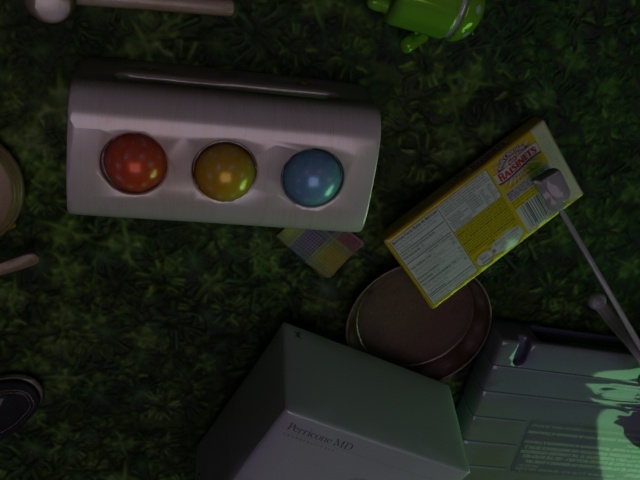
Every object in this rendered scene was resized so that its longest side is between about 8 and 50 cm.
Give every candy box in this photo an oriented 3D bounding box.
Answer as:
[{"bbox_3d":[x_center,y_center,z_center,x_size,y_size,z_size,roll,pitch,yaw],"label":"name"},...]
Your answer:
[{"bbox_3d":[0.170,-0.028,0.915,0.205,0.027,0.105,-37,115,0],"label":"candy box"}]

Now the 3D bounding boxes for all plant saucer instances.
[{"bbox_3d":[0.109,0.091,0.988,0.168,0.029,0.169,-4,119,-7],"label":"plant saucer"}]

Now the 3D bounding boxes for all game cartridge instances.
[{"bbox_3d":[0.340,0.221,1.079,0.354,0.068,0.230,9,120,-14],"label":"game cartridge"}]

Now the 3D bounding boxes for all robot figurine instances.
[{"bbox_3d":[0.099,-0.222,0.794,0.115,0.067,0.101,12,133,-16],"label":"robot figurine"}]

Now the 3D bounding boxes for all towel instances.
[{"bbox_3d":[0.000,0.000,0.932,0.083,0.009,0.060,38,108,-24],"label":"towel"}]

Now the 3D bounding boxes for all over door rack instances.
[{"bbox_3d":[0.391,-0.009,0.931,0.239,0.108,0.324,-32,111,3],"label":"over door rack"}]

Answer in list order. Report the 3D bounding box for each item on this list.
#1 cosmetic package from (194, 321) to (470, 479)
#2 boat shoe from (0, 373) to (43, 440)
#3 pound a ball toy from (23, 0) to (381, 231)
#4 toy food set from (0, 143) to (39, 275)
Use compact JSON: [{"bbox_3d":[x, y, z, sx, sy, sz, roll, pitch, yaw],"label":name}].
[{"bbox_3d":[0.005,0.243,0.975,0.224,0.138,0.225,23,120,-19],"label":"cosmetic package"},{"bbox_3d":[-0.395,0.220,0.957,0.206,0.065,0.075,-29,118,7],"label":"boat shoe"},{"bbox_3d":[-0.108,-0.117,0.781,0.318,0.136,0.208,4,118,-12],"label":"pound a ball toy"},{"bbox_3d":[-0.354,-0.051,0.839,0.132,0.038,0.192,-14,114,-9],"label":"toy food set"}]
